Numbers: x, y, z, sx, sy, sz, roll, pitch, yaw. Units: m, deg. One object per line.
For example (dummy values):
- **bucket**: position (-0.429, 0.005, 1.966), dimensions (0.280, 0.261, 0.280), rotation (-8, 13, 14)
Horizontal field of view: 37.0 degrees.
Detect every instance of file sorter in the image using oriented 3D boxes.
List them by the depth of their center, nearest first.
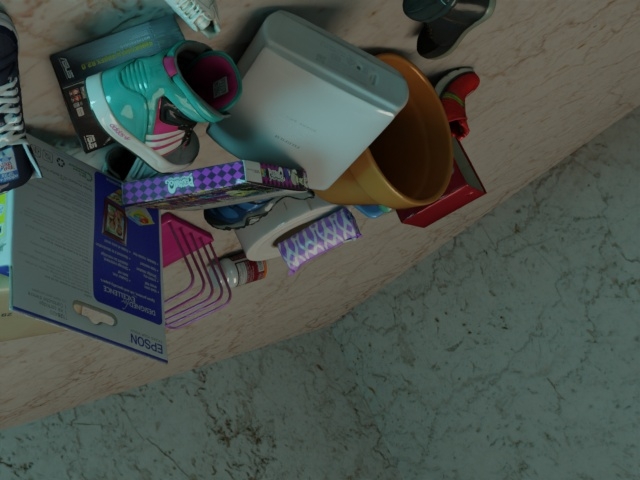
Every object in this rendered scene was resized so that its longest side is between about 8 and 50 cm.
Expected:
- **file sorter**: position (-0.347, 0.086, 2.186), dimensions (0.202, 0.182, 0.290), rotation (-27, 166, 7)

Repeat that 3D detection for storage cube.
- **storage cube**: position (0.275, -0.157, 2.403), dimensions (0.193, 0.184, 0.215), rotation (-30, 166, 19)

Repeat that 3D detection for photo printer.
- **photo printer**: position (-0.038, -0.210, 1.570), dimensions (0.256, 0.107, 0.307), rotation (26, 145, -15)

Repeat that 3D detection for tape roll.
- **tape roll**: position (-0.071, -0.058, 2.327), dimensions (0.286, 0.100, 0.286), rotation (-24, 166, -6)

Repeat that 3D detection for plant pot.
- **plant pot**: position (0.088, -0.188, 1.826), dimensions (0.203, 0.291, 0.291), rotation (-14, 177, 40)

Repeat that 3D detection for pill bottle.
- **pill bottle**: position (-0.223, 0.080, 2.592), dimensions (0.152, 0.086, 0.086), rotation (-16, 163, -33)

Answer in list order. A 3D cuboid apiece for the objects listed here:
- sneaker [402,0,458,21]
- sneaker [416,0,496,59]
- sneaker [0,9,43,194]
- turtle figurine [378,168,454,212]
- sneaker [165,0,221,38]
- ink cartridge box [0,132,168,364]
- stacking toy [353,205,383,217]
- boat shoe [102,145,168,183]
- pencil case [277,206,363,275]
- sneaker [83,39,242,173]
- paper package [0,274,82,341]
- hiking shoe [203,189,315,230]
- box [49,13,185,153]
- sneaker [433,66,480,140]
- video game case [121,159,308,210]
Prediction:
- **sneaker**: position (0.188, -0.436, 1.462), dimensions (0.106, 0.101, 0.267), rotation (7, 152, -26)
- **sneaker**: position (0.198, -0.390, 1.671), dimensions (0.118, 0.083, 0.222), rotation (2, 162, -24)
- **sneaker**: position (-0.414, -0.160, 1.215), dimensions (0.099, 0.153, 0.282), rotation (-19, 165, -29)
- **turtle figurine**: position (0.177, -0.122, 2.021), dimensions (0.234, 0.118, 0.175), rotation (-37, 145, -21)
- **sneaker**: position (-0.170, -0.316, 1.273), dimensions (0.053, 0.061, 0.152), rotation (-28, 165, 15)
- **ink cartridge box**: position (-0.365, 0.021, 1.457), dimensions (0.072, 0.307, 0.303), rotation (-24, 146, 28)
- **stacking toy**: position (0.129, -0.206, 2.080), dimensions (0.175, 0.166, 0.302), rotation (-39, 161, -24)
- **boat shoe**: position (-0.326, -0.130, 1.618), dimensions (0.084, 0.095, 0.258), rotation (7, 158, -33)
- **pencil case**: position (0.000, 0.000, 2.272), dimensions (0.206, 0.088, 0.086), rotation (-28, 164, 12)
- **sneaker**: position (-0.188, -0.192, 1.355), dimensions (0.178, 0.124, 0.295), rotation (-20, 167, 11)
- **paper package**: position (-0.567, 0.062, 1.612), dimensions (0.325, 0.168, 0.309), rotation (-9, 160, -20)
- **hiking shoe**: position (-0.131, -0.126, 2.026), dimensions (0.304, 0.113, 0.132), rotation (-24, 137, 17)
- **box**: position (-0.286, -0.225, 1.411), dimensions (0.183, 0.056, 0.231), rotation (-22, 166, -13)
- **sneaker**: position (0.271, -0.265, 2.018), dimensions (0.279, 0.118, 0.107), rotation (-44, 168, -38)
- **video game case**: position (-0.168, -0.086, 1.561), dimensions (0.232, 0.042, 0.210), rotation (-8, 176, 26)
